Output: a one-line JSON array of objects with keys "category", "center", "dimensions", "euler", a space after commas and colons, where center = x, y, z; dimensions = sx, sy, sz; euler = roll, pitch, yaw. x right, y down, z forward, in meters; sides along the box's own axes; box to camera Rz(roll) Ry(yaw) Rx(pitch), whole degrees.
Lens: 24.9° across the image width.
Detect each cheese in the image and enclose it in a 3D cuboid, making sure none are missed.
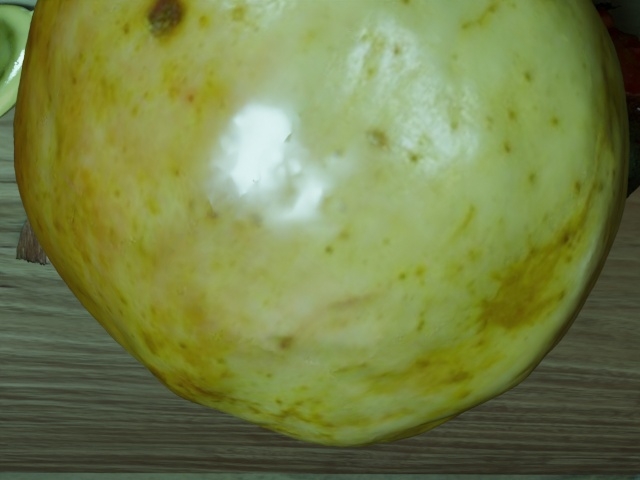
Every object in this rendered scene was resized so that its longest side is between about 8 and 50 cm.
[{"category": "cheese", "center": [-0.214, -0.143, 1.044], "dimensions": [0.162, 0.086, 0.036], "euler": [-27, 161, 17]}]

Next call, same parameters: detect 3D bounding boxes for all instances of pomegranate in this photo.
[{"category": "pomegranate", "center": [0.025, -0.083, 0.881], "dimensions": [0.410, 0.410, 0.410], "euler": [-4, 161, -1]}]

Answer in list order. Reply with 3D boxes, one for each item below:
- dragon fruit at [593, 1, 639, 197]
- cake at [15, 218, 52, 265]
[{"category": "dragon fruit", "center": [0.161, -0.096, 1.155], "dimensions": [0.295, 0.130, 0.268], "euler": [3, 169, -6]}, {"category": "cake", "center": [-0.236, -0.014, 1.445], "dimensions": [0.109, 0.090, 0.225], "euler": [0, 179, -19]}]
